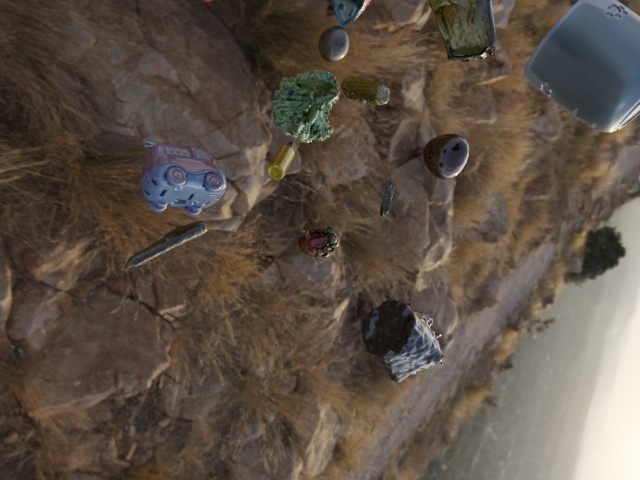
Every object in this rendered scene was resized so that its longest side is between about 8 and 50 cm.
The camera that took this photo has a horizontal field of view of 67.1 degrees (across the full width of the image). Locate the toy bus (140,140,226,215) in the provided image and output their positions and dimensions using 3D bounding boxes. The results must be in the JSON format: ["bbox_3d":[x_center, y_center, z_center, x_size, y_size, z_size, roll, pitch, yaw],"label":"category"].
[{"bbox_3d":[-0.495,-0.239,1.729,0.294,0.197,0.231,3,60,-39],"label":"toy bus"}]

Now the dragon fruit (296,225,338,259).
[{"bbox_3d":[0.000,0.000,1.791,0.142,0.175,0.138,35,50,-29],"label":"dragon fruit"}]

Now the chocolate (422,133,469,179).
[{"bbox_3d":[0.475,-0.320,1.810,0.177,0.177,0.176,-24,120,-49],"label":"chocolate"}]

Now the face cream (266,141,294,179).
[{"bbox_3d":[-0.163,-0.367,2.139,0.273,0.078,0.078,-71,153,-50],"label":"face cream"}]

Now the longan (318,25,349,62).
[{"bbox_3d":[0.044,-0.610,1.498,0.119,0.106,0.106,-61,146,-50],"label":"longan"}]

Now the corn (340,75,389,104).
[{"bbox_3d":[0.169,-0.572,1.845,0.097,0.320,0.097,-9,115,-20],"label":"corn"}]

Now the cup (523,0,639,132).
[{"bbox_3d":[0.746,-0.445,1.257,0.357,0.274,0.259,-17,150,-48],"label":"cup"}]

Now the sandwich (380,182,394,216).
[{"bbox_3d":[0.209,-0.128,1.495,0.069,0.026,0.101,71,38,-71],"label":"sandwich"}]

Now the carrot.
[{"bbox_3d":[-0.574,0.012,1.799,0.342,0.070,0.070,-32,127,-34],"label":"carrot"}]

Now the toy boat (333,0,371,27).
[{"bbox_3d":[0.094,-0.841,1.546,0.133,0.145,0.331,-36,156,-22],"label":"toy boat"}]

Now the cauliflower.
[{"bbox_3d":[-0.036,-0.494,1.735,0.272,0.250,0.275,-4,85,-34],"label":"cauliflower"}]

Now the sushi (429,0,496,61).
[{"bbox_3d":[0.270,-0.502,0.958,0.131,0.139,0.290,-43,124,-61],"label":"sushi"}]

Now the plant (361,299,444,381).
[{"bbox_3d":[0.241,0.298,1.384,0.199,0.188,0.276,-32,141,12],"label":"plant"}]
